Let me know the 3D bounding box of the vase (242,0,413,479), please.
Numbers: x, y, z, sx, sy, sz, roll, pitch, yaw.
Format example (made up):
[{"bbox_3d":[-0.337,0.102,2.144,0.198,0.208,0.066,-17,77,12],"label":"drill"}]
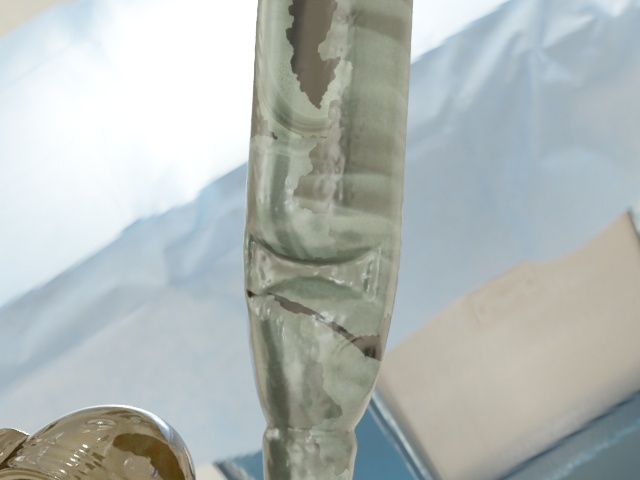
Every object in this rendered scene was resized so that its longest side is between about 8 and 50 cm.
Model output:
[{"bbox_3d":[0.000,0.000,0.522,0.060,0.060,0.211,2,86,35],"label":"vase"}]

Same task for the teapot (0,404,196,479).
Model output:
[{"bbox_3d":[-0.095,0.106,0.508,0.085,0.110,0.080,32,36,11],"label":"teapot"}]
